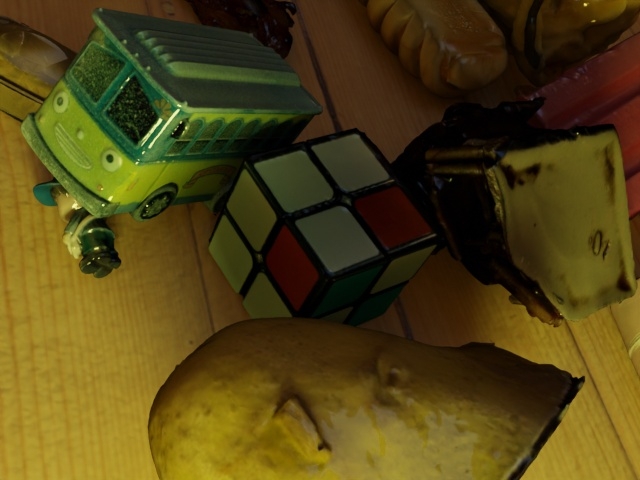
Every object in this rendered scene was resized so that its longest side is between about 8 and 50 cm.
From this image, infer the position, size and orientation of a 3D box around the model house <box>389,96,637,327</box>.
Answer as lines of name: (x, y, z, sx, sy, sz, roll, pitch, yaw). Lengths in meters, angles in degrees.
model house: (0.210, -0.033, 1.199, 0.317, 0.297, 0.282, -16, 23, -38)

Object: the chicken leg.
chicken leg: (-0.129, -0.390, 1.416, 0.177, 0.083, 0.322, -15, 62, -45)

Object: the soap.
soap: (0.461, -0.174, 1.393, 0.359, 0.128, 0.233, -30, 85, -23)

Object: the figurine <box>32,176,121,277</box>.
figurine: (-0.259, -0.031, 1.042, 0.136, 0.079, 0.077, 53, 8, 26)

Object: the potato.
potato: (0.036, 0.161, 0.880, 0.296, 0.290, 0.397, 40, 49, 10)

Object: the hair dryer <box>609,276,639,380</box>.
hair dryer: (0.567, 0.165, 1.280, 0.344, 0.107, 0.189, 11, 46, -26)

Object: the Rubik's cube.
Rubik's cube: (0.000, 0.000, 1.081, 0.183, 0.167, 0.180, -17, 63, -34)

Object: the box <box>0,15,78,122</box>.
box: (-0.348, -0.203, 1.121, 0.177, 0.111, 0.111, 28, 46, -3)

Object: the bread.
bread: (0.169, -0.348, 1.489, 0.172, 0.121, 0.311, -12, 59, -29)

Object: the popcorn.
popcorn: (0.374, -0.429, 1.517, 0.349, 0.349, 0.382, 25, 51, -5)

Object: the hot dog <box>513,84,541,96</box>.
hot dog: (0.409, -0.170, 1.491, 0.249, 0.076, 0.102, 37, 50, 5)

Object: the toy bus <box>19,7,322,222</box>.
toy bus: (-0.156, -0.138, 1.048, 0.152, 0.190, 0.312, 48, 24, 14)

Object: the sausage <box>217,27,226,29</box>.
sausage: (-0.123, -0.211, 1.273, 0.065, 0.065, 0.169, -6, 57, -31)
